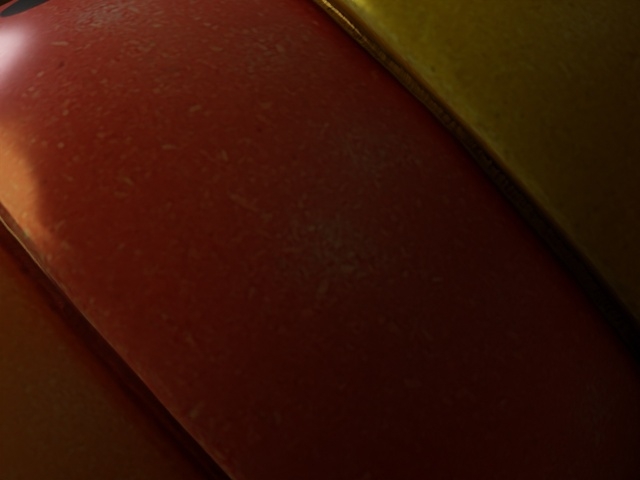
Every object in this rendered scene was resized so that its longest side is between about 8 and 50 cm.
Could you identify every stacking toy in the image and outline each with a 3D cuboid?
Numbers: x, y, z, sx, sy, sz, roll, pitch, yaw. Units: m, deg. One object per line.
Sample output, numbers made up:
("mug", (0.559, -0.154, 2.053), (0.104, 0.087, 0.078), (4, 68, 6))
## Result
("stacking toy", (0.026, -0.006, 0.526), (0.480, 0.350, 0.350), (-43, 7, -5))
